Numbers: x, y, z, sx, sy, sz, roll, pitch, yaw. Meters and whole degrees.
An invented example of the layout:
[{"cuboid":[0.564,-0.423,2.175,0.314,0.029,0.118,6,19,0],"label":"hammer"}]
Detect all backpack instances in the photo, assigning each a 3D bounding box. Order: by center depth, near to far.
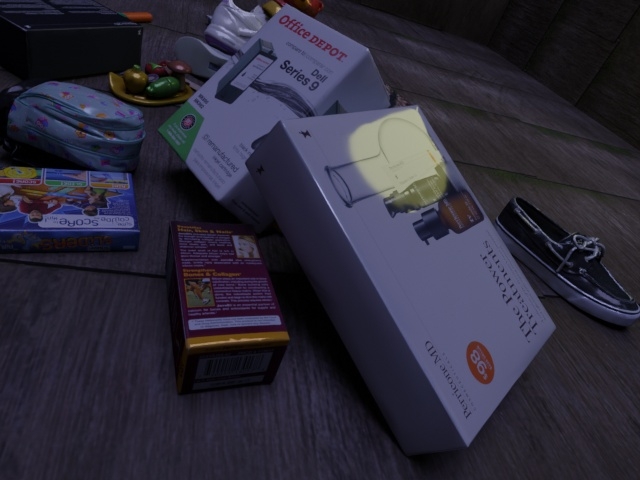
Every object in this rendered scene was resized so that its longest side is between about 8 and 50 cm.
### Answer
[{"cuboid":[-0.357,-0.166,0.660,0.182,0.115,0.152,23,33,-3],"label":"backpack"}]

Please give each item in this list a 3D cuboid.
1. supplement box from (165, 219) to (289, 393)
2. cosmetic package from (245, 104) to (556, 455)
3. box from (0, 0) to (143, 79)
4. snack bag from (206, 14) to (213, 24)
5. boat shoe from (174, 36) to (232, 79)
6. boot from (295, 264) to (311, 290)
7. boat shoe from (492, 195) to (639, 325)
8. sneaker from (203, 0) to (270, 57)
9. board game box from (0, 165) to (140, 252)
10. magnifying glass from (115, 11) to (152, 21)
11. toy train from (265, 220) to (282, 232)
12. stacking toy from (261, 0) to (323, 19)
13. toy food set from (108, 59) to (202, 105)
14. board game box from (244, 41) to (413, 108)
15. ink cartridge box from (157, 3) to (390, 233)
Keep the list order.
[{"cuboid":[-0.115,0.066,0.511,0.104,0.081,0.188,2,40,-25],"label":"supplement box"},{"cuboid":[0.116,0.015,0.567,0.284,0.097,0.377,-23,80,-42],"label":"cosmetic package"},{"cuboid":[-0.530,-0.420,0.911,0.184,0.103,0.261,29,35,16],"label":"box"},{"cuboid":[-0.164,-0.628,1.433,0.323,0.037,0.342,-5,43,-33],"label":"snack bag"},{"cuboid":[-0.255,-0.427,1.101,0.227,0.079,0.081,30,17,14],"label":"boat shoe"},{"cuboid":[0.000,0.000,0.629,0.037,0.114,0.106,18,36,-7],"label":"boot"},{"cuboid":[0.476,0.027,0.853,0.113,0.105,0.306,-10,46,-37],"label":"boat shoe"},{"cuboid":[-0.136,-0.508,1.153,0.305,0.152,0.114,20,1,-32],"label":"sneaker"},{"cuboid":[-0.345,-0.042,0.571,0.201,0.035,0.136,0,41,-28],"label":"board game box"},{"cuboid":[-0.550,-0.600,1.206,0.092,0.026,0.231,31,38,12],"label":"magnifying glass"},{"cuboid":[-0.040,-0.059,0.736,0.166,0.046,0.125,14,38,-3],"label":"toy train"},{"cuboid":[0.013,-0.505,1.129,0.309,0.130,0.279,46,5,-29],"label":"stacking toy"},{"cuboid":[-0.337,-0.351,0.948,0.128,0.071,0.218,35,37,17],"label":"toy food set"},{"cuboid":[0.005,-0.274,0.910,0.291,0.141,0.232,40,44,8],"label":"board game box"},{"cuboid":[-0.073,-0.191,0.685,0.211,0.289,0.121,45,0,33],"label":"ink cartridge box"}]
